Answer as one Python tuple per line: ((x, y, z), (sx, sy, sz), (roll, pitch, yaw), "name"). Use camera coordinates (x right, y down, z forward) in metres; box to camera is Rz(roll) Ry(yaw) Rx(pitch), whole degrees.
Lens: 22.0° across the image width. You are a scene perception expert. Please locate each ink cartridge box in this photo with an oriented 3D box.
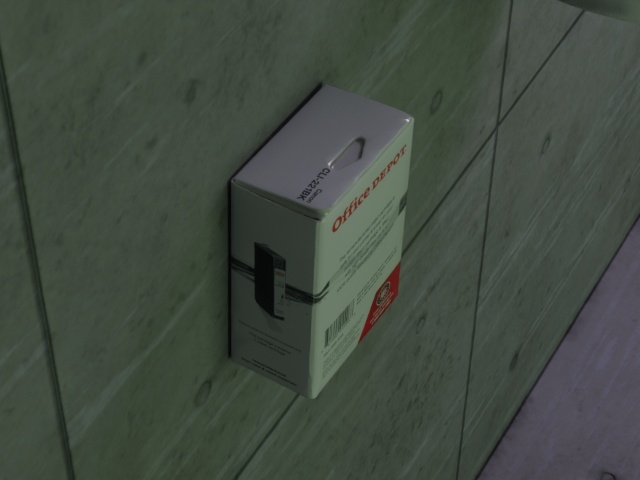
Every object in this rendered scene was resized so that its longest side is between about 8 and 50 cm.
((0.000, 0.000, 1.760), (0.197, 0.114, 0.273), (-49, 154, -39), "ink cartridge box")

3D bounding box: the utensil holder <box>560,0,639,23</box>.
((0.424, -0.493, 1.991), (0.327, 0.328, 0.385), (-37, 143, -54), "utensil holder")
